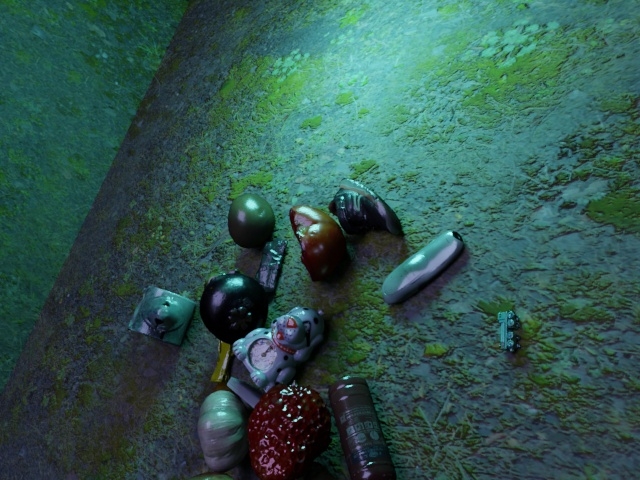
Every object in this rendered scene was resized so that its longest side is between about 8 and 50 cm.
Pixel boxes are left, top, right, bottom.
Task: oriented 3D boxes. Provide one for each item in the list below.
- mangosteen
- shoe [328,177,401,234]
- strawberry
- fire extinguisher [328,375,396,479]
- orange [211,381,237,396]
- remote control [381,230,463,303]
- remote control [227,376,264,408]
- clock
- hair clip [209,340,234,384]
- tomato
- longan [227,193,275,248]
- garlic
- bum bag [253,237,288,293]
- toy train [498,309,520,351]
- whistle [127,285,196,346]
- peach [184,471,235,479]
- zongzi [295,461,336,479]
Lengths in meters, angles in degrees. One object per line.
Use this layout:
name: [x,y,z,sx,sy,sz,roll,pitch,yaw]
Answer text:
mangosteen: [-0.268,0.198,1.753,0.243,0.243,0.242,-25,49,33]
shoe: [0.112,-0.079,1.625,0.137,0.114,0.291,-51,37,-1]
strawberry: [-0.080,0.464,1.321,0.205,0.205,0.244,-36,17,23]
fire extinguisher: [0.086,0.480,1.276,0.102,0.138,0.343,96,164,-45]
orange: [-0.290,0.467,1.710,0.085,0.085,0.085,-25,49,33]
remote control: [0.252,0.066,1.444,0.256,0.045,0.097,-42,42,13]
remote control: [-0.161,0.449,1.567,0.250,0.103,0.034,21,79,49]
clock: [-0.091,0.280,1.572,0.254,0.189,0.189,-42,42,8]
hair clip: [-0.301,0.367,1.805,0.072,0.046,0.173,-10,59,30]
tomato: [0.000,0.000,1.645,0.140,0.200,0.232,-16,58,-2]
longan: [-0.237,-0.067,1.934,0.189,0.189,0.189,-25,49,33]
garlic: [-0.223,0.513,1.561,0.212,0.218,0.218,-9,50,-3]
bum bag: [-0.161,0.083,1.853,0.087,0.049,0.197,5,66,21]
toy train: [0.403,0.195,1.222,0.045,0.029,0.092,-18,54,47]
whistle: [-0.608,0.269,2.069,0.405,0.188,0.168,1,66,46]
peach: [-0.298,0.728,1.421,0.292,0.247,0.292,-41,18,16]
zongzi: [-0.073,0.621,1.359,0.198,0.099,0.194,-11,42,45]
